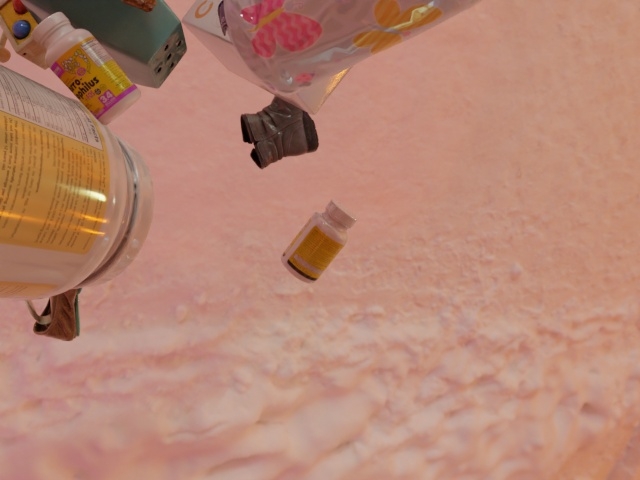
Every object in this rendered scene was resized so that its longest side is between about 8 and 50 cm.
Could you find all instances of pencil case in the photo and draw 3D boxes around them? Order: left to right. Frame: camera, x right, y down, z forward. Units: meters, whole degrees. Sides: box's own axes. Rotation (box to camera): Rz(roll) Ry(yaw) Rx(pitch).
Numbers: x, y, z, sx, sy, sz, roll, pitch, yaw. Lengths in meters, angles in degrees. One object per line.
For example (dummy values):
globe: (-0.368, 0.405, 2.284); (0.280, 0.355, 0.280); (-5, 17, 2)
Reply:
pencil case: (0.049, -0.227, 0.421); (0.113, 0.272, 0.124); (18, 58, -61)

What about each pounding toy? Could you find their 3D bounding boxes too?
pounding toy: (-0.641, -0.462, 1.064); (0.206, 0.181, 0.094); (-35, 169, 6)

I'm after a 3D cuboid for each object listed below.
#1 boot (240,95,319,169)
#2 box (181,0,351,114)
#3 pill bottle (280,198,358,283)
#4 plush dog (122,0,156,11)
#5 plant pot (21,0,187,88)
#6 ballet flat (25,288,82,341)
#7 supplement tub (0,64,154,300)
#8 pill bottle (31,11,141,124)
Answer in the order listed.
boot: (-0.147, -0.407, 1.549); (0.222, 0.118, 0.339); (-18, 96, -20)
box: (-0.090, -0.435, 1.015); (0.215, 0.345, 0.168); (-51, 141, 0)
pill bottle: (0.000, 0.000, 0.720); (0.065, 0.065, 0.116); (26, 109, -39)
plush dog: (-0.322, -0.487, 0.733); (0.210, 0.262, 0.226); (8, 104, -38)
plant pot: (-0.380, -0.407, 0.935); (0.234, 0.166, 0.166); (32, 78, -1)
ballet flat: (-0.591, 0.100, 1.117); (0.124, 0.116, 0.343); (2, 131, -32)
supplement tub: (-0.355, -0.062, 0.498); (0.241, 0.241, 0.331); (-58, 159, 4)
pill bottle: (-0.190, -0.139, 0.407); (0.043, 0.043, 0.083); (-43, 112, -8)
